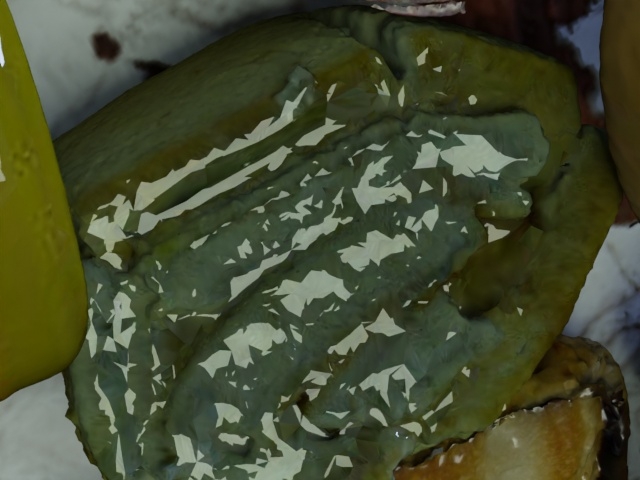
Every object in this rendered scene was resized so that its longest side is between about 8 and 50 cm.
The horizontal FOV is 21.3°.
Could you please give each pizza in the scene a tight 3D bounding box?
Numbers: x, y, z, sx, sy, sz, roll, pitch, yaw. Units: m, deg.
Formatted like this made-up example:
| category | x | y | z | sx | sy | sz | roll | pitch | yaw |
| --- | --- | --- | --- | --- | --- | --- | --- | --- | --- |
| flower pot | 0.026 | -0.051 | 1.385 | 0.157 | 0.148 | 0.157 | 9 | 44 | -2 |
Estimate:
| category | x | y | z | sx | sy | sz | roll | pitch | yaw |
| --- | --- | --- | --- | --- | --- | --- | --- | --- | --- |
| pizza | 0.023 | 0.185 | 0.845 | 0.288 | 0.074 | 0.251 | -16 | 120 | -16 |

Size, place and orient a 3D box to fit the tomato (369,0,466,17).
| category | x | y | z | sx | sy | sz | roll | pitch | yaw |
| --- | --- | --- | --- | --- | --- | --- | --- | --- | --- |
| tomato | 0.022 | -0.200 | 0.642 | 0.225 | 0.085 | 0.225 | -9 | 118 | -16 |

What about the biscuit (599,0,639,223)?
| category | x | y | z | sx | sy | sz | roll | pitch | yaw |
| --- | --- | --- | --- | --- | --- | --- | --- | --- | --- |
| biscuit | 0.233 | -0.110 | 0.711 | 0.296 | 0.102 | 0.296 | -18 | 122 | -31 |

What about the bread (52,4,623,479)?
| category | x | y | z | sx | sy | sz | roll | pitch | yaw |
| --- | --- | --- | --- | --- | --- | --- | --- | --- | --- |
| bread | 0.000 | 0.000 | 0.699 | 0.257 | 0.124 | 0.186 | -37 | 107 | -10 |

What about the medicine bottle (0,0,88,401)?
| category | x | y | z | sx | sy | sz | roll | pitch | yaw |
| --- | --- | --- | --- | --- | --- | --- | --- | --- | --- |
| medicine bottle | -0.284 | 0.000 | 0.520 | 0.384 | 0.224 | 0.224 | -20 | 122 | -13 |
